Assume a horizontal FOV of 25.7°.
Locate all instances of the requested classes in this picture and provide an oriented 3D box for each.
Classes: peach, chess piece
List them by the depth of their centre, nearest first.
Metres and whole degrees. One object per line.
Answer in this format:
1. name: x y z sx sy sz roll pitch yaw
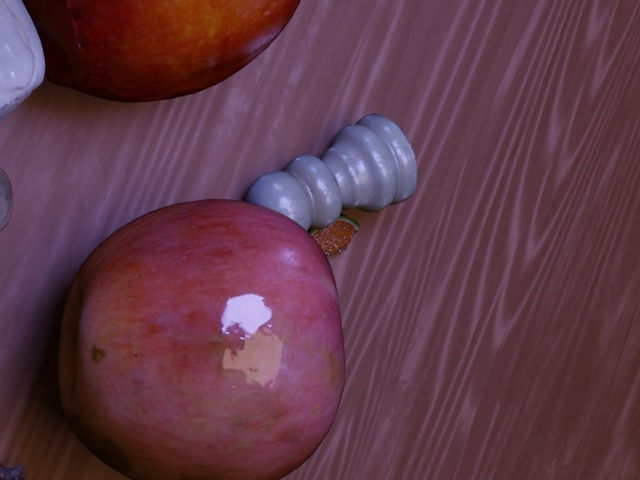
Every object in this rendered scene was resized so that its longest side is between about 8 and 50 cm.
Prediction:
1. peach: -0.184 -0.319 1.606 0.372 0.372 0.290 -29 85 -35
2. chess piece: 0.003 -0.073 1.937 0.243 0.133 0.133 -25 112 -29

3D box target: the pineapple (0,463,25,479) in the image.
1. pineapple: -0.343 0.379 1.670 0.361 0.175 0.175 46 66 -45

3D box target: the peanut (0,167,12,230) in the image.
1. peanut: -0.455 -0.015 1.537 0.274 0.111 0.125 -21 114 -37

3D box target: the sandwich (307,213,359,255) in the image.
1. sandwich: 0.001 -0.002 1.995 0.135 0.029 0.067 -35 123 -34

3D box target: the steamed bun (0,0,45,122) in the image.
1. steamed bun: -0.417 -0.231 1.467 0.272 0.273 0.290 -52 123 -46

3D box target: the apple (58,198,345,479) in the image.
1. apple: -0.145 0.127 1.676 0.364 0.364 0.364 -7 101 -41
